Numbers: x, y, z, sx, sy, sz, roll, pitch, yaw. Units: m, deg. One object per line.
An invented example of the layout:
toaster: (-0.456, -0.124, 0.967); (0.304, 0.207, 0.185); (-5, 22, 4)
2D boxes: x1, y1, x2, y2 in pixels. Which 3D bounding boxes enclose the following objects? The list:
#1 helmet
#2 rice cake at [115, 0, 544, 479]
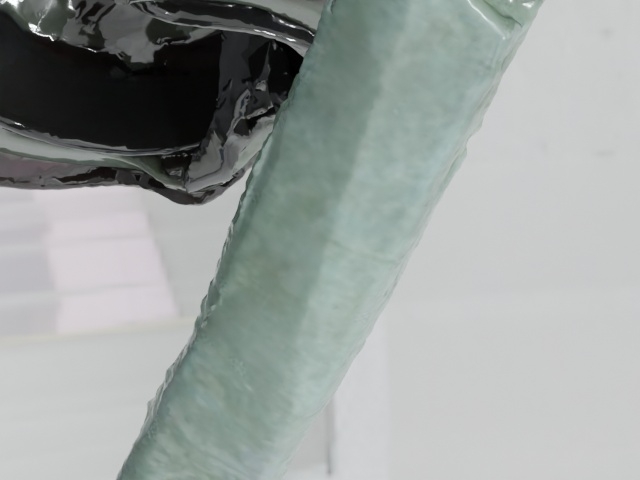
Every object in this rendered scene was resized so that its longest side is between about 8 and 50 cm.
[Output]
helmet: (-0.100, -0.138, 0.863); (0.225, 0.305, 0.177); (30, 62, -49)
rice cake: (0.000, 0.000, 0.638); (0.063, 0.066, 0.336); (-61, 179, -45)
